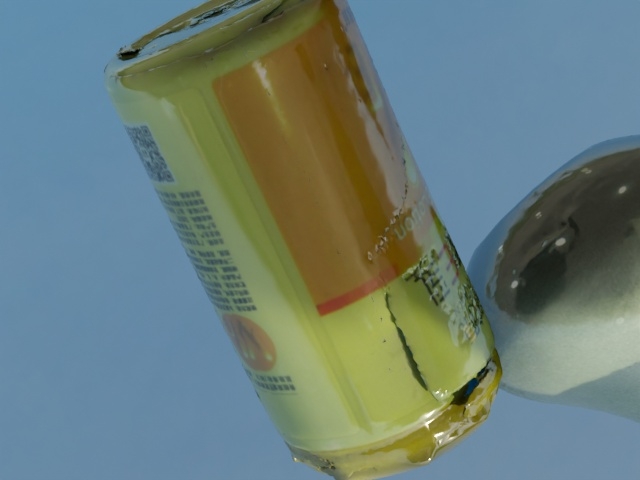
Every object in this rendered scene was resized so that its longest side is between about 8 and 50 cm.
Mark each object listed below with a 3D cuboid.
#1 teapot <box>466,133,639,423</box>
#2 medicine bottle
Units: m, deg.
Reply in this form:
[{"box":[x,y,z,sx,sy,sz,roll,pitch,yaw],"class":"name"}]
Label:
[{"box":[0.206,0.070,0.852,0.183,0.183,0.251,-38,-102,-14],"class":"teapot"},{"box":[0.000,0.000,0.699,0.124,0.239,0.124,-23,-161,9],"class":"medicine bottle"}]
